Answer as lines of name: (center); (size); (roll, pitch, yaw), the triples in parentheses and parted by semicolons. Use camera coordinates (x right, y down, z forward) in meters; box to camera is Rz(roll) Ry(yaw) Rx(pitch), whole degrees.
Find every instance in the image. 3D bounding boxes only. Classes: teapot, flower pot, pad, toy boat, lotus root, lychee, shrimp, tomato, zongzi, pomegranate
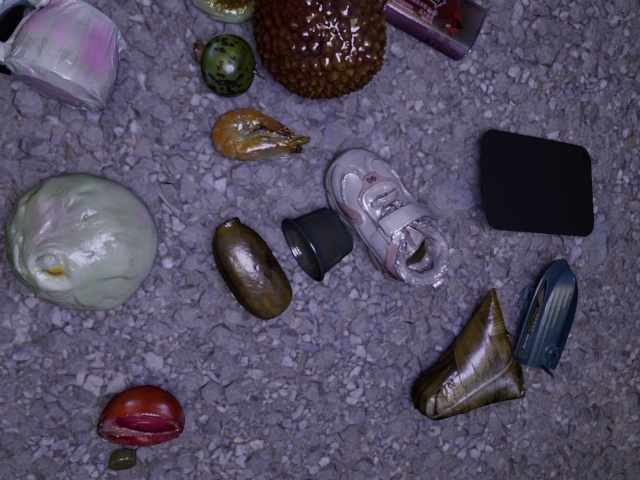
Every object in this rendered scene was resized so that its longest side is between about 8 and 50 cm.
teapot: (-0.478, -0.355, 0.734); (0.222, 0.163, 0.178); (18, 82, 0)
flower pot: (0.000, 0.000, 0.883); (0.107, 0.157, 0.157); (-29, 103, -19)
pad: (0.537, -0.102, 1.016); (0.376, 0.063, 0.314); (4, 83, -21)
toy boat: (0.581, 0.188, 1.036); (0.114, 0.122, 0.295); (12, 95, -19)
lotus root: (-0.149, 0.065, 0.867); (0.123, 0.124, 0.241); (-37, 104, -16)
lychee: (0.002, -0.398, 0.767); (0.268, 0.267, 0.267); (-2, 98, -12)
shrimp: (-0.126, -0.229, 0.872); (0.217, 0.051, 0.115); (0, 95, -9)
tomato: (-0.385, 0.376, 0.879); (0.173, 0.099, 0.189); (17, 134, -25)
zongzi: (0.348, 0.281, 0.993); (0.286, 0.134, 0.288); (-14, 101, -12)
pomegranate: (-0.201, -0.359, 0.810); (0.162, 0.122, 0.122); (26, 92, 10)

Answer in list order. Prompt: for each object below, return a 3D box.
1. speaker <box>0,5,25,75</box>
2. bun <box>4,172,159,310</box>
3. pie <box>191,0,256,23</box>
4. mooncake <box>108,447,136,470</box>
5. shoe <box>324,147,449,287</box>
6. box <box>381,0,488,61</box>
speaker: (-0.588, -0.424, 0.731); (0.044, 0.082, 0.218); (14, 94, -13)
bun: (-0.463, 0.006, 0.766); (0.284, 0.179, 0.283); (-1, 95, -12)
pie: (-0.190, -0.542, 0.819); (0.187, 0.041, 0.186); (-1, 98, -10)
mooncake: (-0.579, 0.440, 0.863); (0.347, 0.057, 0.150); (40, 104, -19)
shoe: (0.161, -0.052, 0.878); (0.172, 0.198, 0.351); (-39, 104, -6)
box: (0.251, -0.512, 0.903); (0.224, 0.069, 0.120); (24, 92, -12)
